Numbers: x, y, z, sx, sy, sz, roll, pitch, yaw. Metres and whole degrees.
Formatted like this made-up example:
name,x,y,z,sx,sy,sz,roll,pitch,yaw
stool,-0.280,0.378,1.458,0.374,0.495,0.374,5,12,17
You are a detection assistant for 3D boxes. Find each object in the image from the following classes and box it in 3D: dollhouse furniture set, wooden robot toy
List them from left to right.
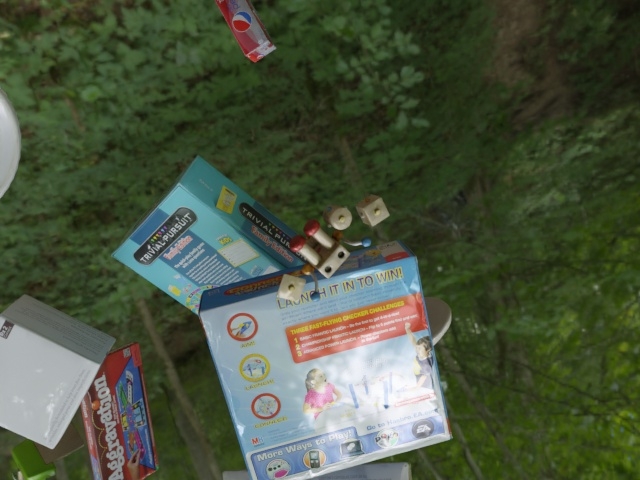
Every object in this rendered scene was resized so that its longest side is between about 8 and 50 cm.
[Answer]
name,x,y,z,sx,sy,sz,roll,pitch,yaw
dollhouse furniture set,-0.573,0.561,1.398,0.151,0.301,0.197,-24,-119,-39
wooden robot toy,0.000,0.000,0.780,0.173,0.076,0.079,-47,-157,-4

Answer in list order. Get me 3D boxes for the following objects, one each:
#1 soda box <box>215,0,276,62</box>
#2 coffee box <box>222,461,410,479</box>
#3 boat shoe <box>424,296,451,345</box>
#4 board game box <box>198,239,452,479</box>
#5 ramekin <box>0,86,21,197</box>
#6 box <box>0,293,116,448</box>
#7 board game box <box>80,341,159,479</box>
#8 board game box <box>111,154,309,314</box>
name,x,y,z,sx,sy,sz,roll,pitch,yaw
soda box,-0.236,-0.666,1.839,0.083,0.263,0.092,-30,175,12
coffee box,0.015,0.602,1.184,0.338,0.338,0.334,-4,161,8
boat shoe,0.154,0.271,1.393,0.341,0.158,0.127,-34,-129,-12
board game box,0.012,0.185,0.919,0.308,0.301,0.086,-14,-163,-3
ramekin,-0.522,-0.132,0.803,0.127,0.272,0.273,17,-149,35
box,-0.481,0.220,1.061,0.182,0.181,0.119,30,-171,-10
board game box,-0.405,0.361,1.254,0.027,0.281,0.145,-2,-170,33
board game box,-0.148,0.045,1.059,0.254,0.336,0.079,-35,-157,41
